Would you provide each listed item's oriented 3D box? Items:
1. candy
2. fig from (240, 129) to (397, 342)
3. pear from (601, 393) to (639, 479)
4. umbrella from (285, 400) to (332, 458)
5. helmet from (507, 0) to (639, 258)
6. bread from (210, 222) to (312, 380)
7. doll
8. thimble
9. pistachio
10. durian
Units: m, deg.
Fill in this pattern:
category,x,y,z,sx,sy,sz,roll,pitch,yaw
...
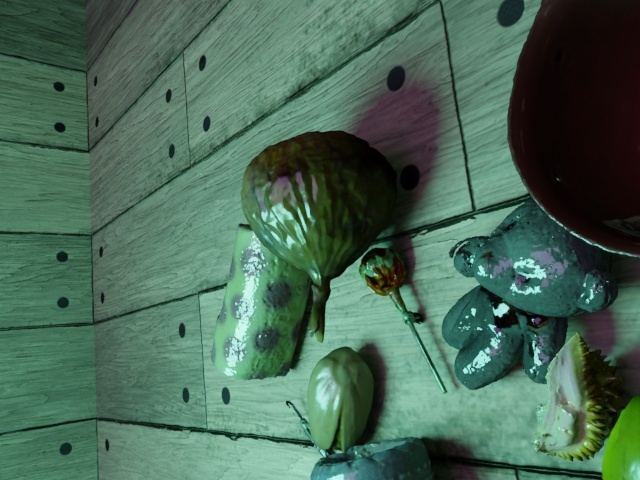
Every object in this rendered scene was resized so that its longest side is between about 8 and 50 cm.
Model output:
category,x,y,z,sx,sy,sz,roll,pitch,yaw
candy,0.154,0.135,0.974,0.084,0.078,0.287,100,148,-60
fig,0.000,0.000,0.992,0.286,0.286,0.368,-18,68,49
pear,0.415,0.257,0.566,0.220,0.187,0.187,27,109,42
umbrella,0.010,0.443,1.167,0.044,0.044,0.269,-47,59,6
helmet,0.401,-0.155,0.562,0.337,0.230,0.385,-14,69,49
bread,-0.120,0.133,1.217,0.155,0.187,0.338,26,106,52
doll,0.260,0.080,0.776,0.340,0.158,0.246,-52,39,39
thimble,0.090,0.440,0.926,0.236,0.205,0.172,-29,67,45
pistachio,0.036,0.316,1.072,0.136,0.136,0.226,26,115,48
durian,0.324,0.192,0.665,0.078,0.140,0.224,42,162,46
